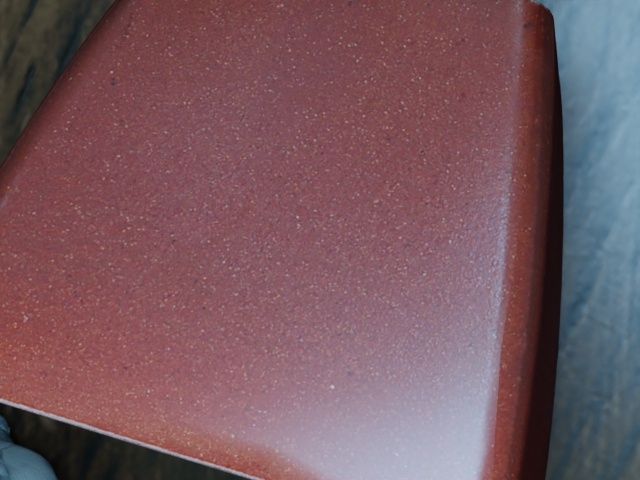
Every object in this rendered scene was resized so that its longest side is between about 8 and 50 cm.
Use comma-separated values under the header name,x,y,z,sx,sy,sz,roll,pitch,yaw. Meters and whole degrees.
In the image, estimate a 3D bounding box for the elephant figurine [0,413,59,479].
name,x,y,z,sx,sy,sz,roll,pitch,yaw
elephant figurine,-0.250,0.217,0.883,0.186,0.169,0.239,37,118,38

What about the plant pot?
name,x,y,z,sx,sy,sz,roll,pitch,yaw
plant pot,0.000,0.000,0.765,0.267,0.267,0.236,16,83,13
